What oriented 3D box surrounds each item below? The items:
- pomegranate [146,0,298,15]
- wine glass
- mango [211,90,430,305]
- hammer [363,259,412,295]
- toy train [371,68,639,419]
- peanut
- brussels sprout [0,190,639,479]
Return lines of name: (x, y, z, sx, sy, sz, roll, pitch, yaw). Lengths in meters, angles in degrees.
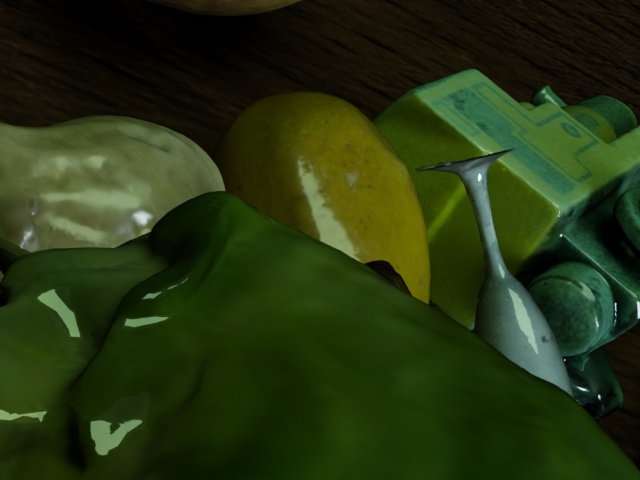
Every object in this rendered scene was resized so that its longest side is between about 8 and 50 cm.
pomegranate: (-0.057, -0.295, 0.970, 0.322, 0.322, 0.322, 28, 34, -21)
wine glass: (0.107, 0.047, 0.874, 0.066, 0.066, 0.198, -16, 94, -54)
mango: (0.000, 0.000, 0.865, 0.137, 0.098, 0.195, 22, 44, -32)
hammer: (0.103, 0.192, 0.662, 0.242, 0.095, 0.408, -16, 76, -53)
toy train: (0.189, -0.029, 1.063, 0.237, 0.150, 0.369, 42, 29, 13)
peanut: (-0.144, -0.012, 0.712, 0.117, 0.101, 0.263, 11, 8, 43)
brussels sprout: (-0.021, 0.167, 0.482, 0.315, 0.275, 0.371, 16, 33, -12)
